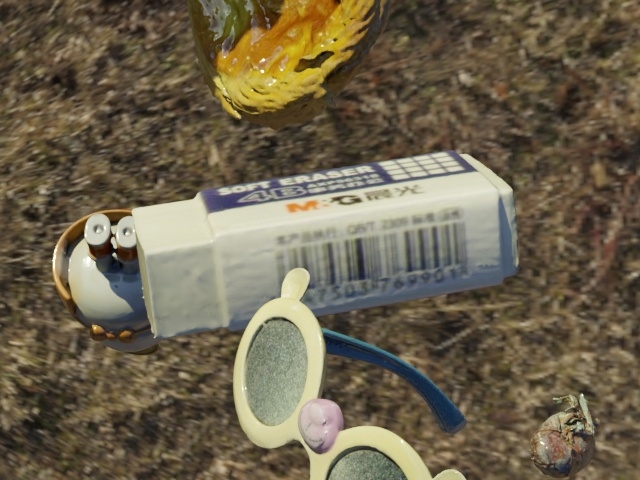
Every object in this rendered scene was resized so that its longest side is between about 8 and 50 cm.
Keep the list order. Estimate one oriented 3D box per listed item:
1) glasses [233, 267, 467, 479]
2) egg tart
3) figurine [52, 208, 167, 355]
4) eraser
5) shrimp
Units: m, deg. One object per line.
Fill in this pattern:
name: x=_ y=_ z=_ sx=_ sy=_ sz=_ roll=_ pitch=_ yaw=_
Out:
glasses: x=0.045 y=0.136 z=0.813 sx=0.088 sy=0.189 sz=0.220 roll=-42 pitch=142 yaw=4
egg tart: x=-0.022 y=-0.299 z=1.690 sx=0.150 sy=0.352 sz=0.352 roll=4 pitch=88 yaw=-44
figurine: x=-0.208 y=0.061 z=1.534 sx=0.143 sy=0.143 sz=0.271 roll=-20 pitch=141 yaw=-22
eraser: x=0.000 y=0.000 z=1.104 sx=0.279 sy=0.124 sz=0.081 roll=-10 pitch=110 yaw=-9
shrimp: x=0.267 y=0.212 z=1.567 sx=0.190 sy=0.075 sz=0.073 roll=-20 pitch=85 yaw=-60
